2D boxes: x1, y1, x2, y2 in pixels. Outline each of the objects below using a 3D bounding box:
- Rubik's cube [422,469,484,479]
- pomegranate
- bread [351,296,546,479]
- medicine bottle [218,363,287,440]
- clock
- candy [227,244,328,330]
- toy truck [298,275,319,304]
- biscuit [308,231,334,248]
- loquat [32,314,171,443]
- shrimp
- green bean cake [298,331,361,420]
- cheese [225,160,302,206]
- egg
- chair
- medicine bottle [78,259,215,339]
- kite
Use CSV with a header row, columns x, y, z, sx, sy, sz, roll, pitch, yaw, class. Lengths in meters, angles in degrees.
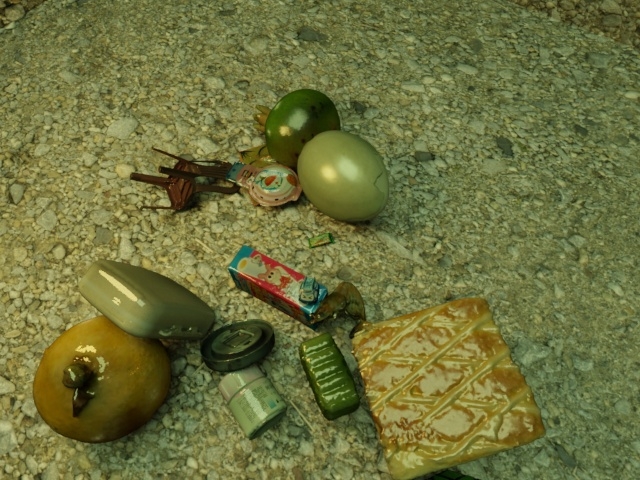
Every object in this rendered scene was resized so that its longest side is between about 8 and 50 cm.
x,y,z,sx,sy,sz,roll,pitch,yaw,class
0.308,0.685,0.954,0.319,0.319,0.264,-32,38,-14,Rubik's cube
-0.100,-0.444,1.592,0.358,0.216,0.310,25,56,21,pomegranate
0.302,0.376,1.115,0.389,0.279,0.371,-16,59,-3,bread
-0.188,0.435,1.186,0.135,0.135,0.168,-36,66,-16,medicine bottle
-0.235,0.298,1.241,0.214,0.042,0.215,-11,18,4,clock
-0.127,0.146,1.326,0.305,0.157,0.100,27,66,16,candy
-0.033,0.132,1.188,0.056,0.090,0.073,6,62,6,toy truck
0.000,0.000,1.480,0.089,0.016,0.046,-15,62,-6,biscuit
-0.573,0.356,1.127,0.328,0.359,0.329,1,72,-2,loquat
0.060,0.224,1.243,0.058,0.296,0.169,-25,91,32,shrimp
0.022,0.370,1.174,0.113,0.200,0.214,-21,62,-10,green bean cake
-0.201,-0.211,1.552,0.285,0.074,0.189,21,62,13,cheese
0.086,-0.200,1.435,0.278,0.278,0.336,-32,65,-14,egg
-0.478,-0.211,1.561,0.326,0.183,0.176,6,48,-47,chair
-0.462,0.172,1.201,0.282,0.375,0.123,30,85,18,medicine bottle
-0.177,-0.281,1.641,0.327,0.013,0.378,25,65,15,kite
